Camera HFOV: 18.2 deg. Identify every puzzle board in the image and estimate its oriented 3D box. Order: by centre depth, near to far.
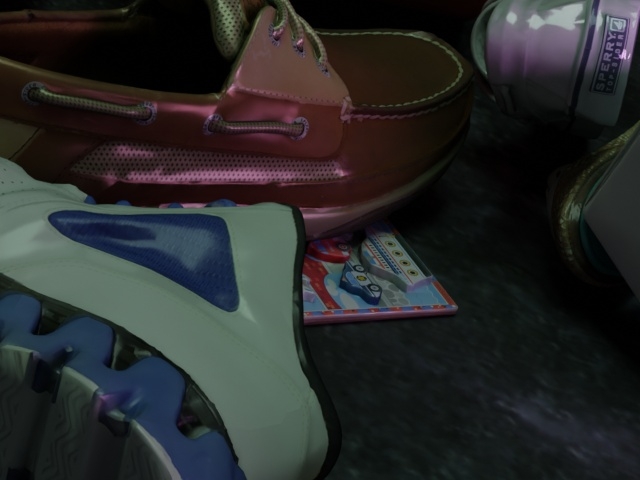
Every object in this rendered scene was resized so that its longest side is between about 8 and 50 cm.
[{"bbox_3d":[0.000,0.000,1.005,0.096,0.011,0.128,-3,35,-26],"label":"puzzle board"}]

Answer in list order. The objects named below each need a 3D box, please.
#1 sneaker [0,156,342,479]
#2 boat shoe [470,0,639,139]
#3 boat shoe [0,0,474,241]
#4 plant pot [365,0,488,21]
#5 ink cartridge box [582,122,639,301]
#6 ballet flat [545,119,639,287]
[{"bbox_3d":[-0.111,0.027,0.822,0.315,0.127,0.182,36,31,25],"label":"sneaker"},{"bbox_3d":[0.125,-0.108,1.092,0.084,0.095,0.258,11,0,4],"label":"boat shoe"},{"bbox_3d":[-0.049,-0.070,0.970,0.324,0.120,0.122,-15,41,-39],"label":"boat shoe"},{"bbox_3d":[0.021,-0.270,1.241,0.243,0.275,0.275,22,29,-8],"label":"plant pot"},{"bbox_3d":[0.272,0.004,0.977,0.237,0.100,0.172,-9,57,-35],"label":"ink cartridge box"},{"bbox_3d":[0.162,-0.025,1.076,0.067,0.073,0.206,1,16,36],"label":"ballet flat"}]
